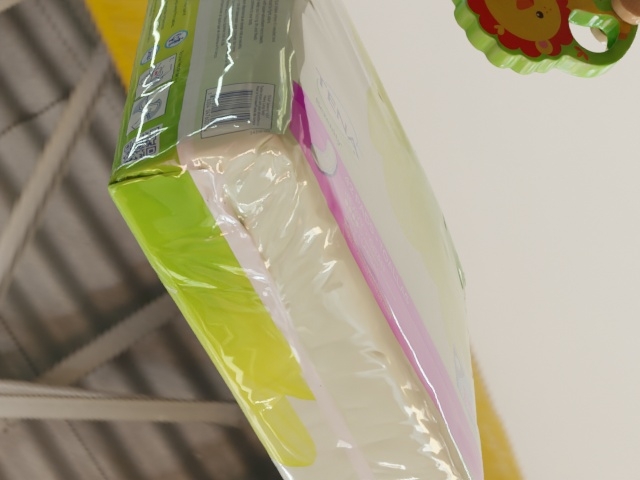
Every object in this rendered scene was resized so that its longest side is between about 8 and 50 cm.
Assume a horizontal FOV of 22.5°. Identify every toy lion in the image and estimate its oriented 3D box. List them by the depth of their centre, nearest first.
[{"bbox_3d":[0.122,-0.124,0.878,0.100,0.034,0.096,36,-126,-4],"label":"toy lion"}]

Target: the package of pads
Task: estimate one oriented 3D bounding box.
[{"bbox_3d":[0.000,0.000,0.867,0.101,0.229,0.296,-17,-54,14],"label":"package of pads"}]
